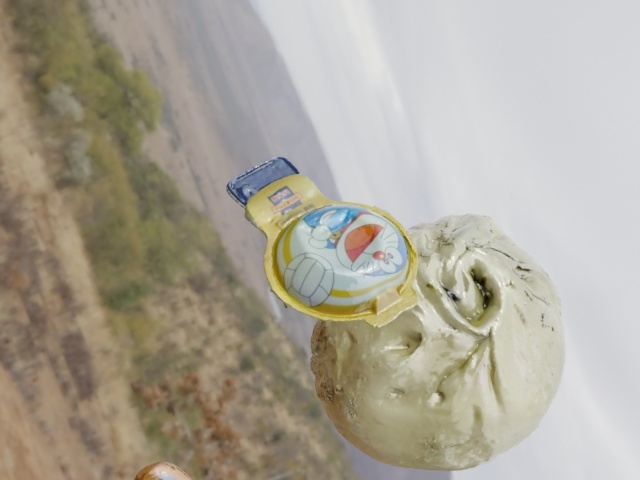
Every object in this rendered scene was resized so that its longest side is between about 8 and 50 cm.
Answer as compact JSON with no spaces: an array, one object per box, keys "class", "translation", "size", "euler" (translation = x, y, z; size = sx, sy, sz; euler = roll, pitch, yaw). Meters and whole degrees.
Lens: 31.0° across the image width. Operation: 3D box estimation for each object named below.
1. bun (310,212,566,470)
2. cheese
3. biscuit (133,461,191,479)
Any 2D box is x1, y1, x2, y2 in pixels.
[{"class":"bun","translation":[0.165,0.130,1.505],"size":[0.326,0.362,0.234],"euler":[46,-29,9]},{"class":"cheese","translation":[0.000,0.000,1.299],"size":[0.270,0.177,0.069],"euler":[44,-28,31]},{"class":"biscuit","translation":[-0.263,0.413,1.332],"size":[0.205,0.324,0.049],"euler":[64,-10,-14]}]
